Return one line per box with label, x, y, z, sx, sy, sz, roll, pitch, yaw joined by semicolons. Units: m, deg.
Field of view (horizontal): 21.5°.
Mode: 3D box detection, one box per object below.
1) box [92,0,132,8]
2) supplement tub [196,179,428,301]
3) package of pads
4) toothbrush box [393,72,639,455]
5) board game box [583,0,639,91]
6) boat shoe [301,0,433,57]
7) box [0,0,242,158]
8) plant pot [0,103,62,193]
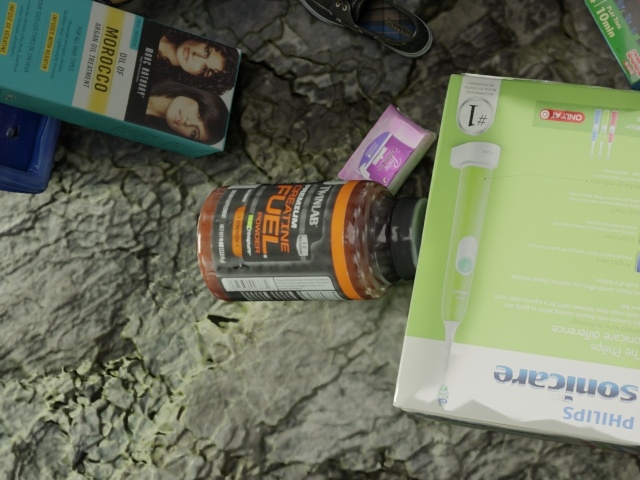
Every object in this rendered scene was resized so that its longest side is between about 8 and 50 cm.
box;-0.207;-0.355;1.489;0.142;0.163;0.247;-25;71;19
supplement tub;0.000;0.000;1.452;0.198;0.106;0.106;-2;78;23
package of pads;0.060;-0.074;1.496;0.050;0.032;0.083;37;91;21
toothbrush box;0.194;0.021;1.386;0.206;0.122;0.283;7;80;20
board game box;0.326;-0.244;1.444;0.211;0.039;0.160;-29;71;9
boat shoe;0.038;-0.211;1.527;0.142;0.040;0.049;28;88;21
box;-0.195;-0.153;1.493;0.060;0.244;0.100;-6;72;59
plant pot;-0.381;-0.177;1.543;0.212;0.236;0.236;3;80;39
